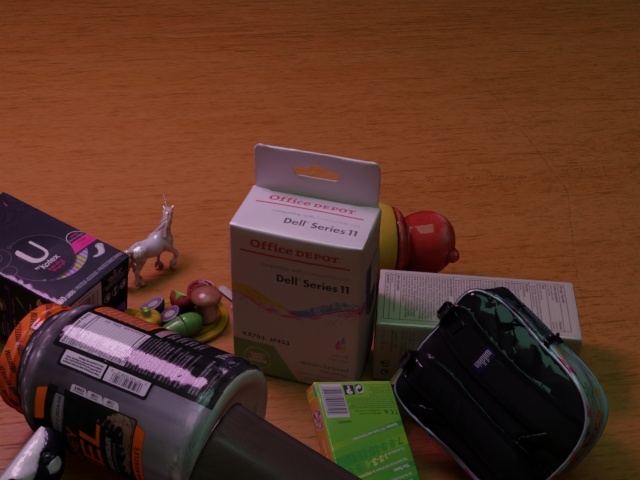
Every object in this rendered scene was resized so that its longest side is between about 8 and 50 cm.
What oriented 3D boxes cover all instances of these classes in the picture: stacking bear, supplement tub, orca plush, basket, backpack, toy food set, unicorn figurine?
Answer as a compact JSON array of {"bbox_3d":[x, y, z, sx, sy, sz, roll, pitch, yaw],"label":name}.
[{"bbox_3d":[0.087,0.007,1.629,0.288,0.164,0.175,-1,36,-10],"label":"stacking bear"},{"bbox_3d":[-0.260,0.213,1.328,0.337,0.207,0.207,17,39,22],"label":"supplement tub"},{"bbox_3d":[-0.395,0.374,1.194,0.102,0.151,0.287,39,44,-8],"label":"orca plush"},{"bbox_3d":[-0.030,0.314,1.120,0.226,0.204,0.154,24,52,11],"label":"basket"},{"bbox_3d":[0.259,0.215,1.323,0.253,0.225,0.191,47,19,30],"label":"backpack"},{"bbox_3d":[-0.223,0.108,1.592,0.217,0.071,0.128,-18,40,-25],"label":"toy food set"},{"bbox_3d":[-0.292,0.010,1.693,0.060,0.111,0.162,16,38,21],"label":"unicorn figurine"}]

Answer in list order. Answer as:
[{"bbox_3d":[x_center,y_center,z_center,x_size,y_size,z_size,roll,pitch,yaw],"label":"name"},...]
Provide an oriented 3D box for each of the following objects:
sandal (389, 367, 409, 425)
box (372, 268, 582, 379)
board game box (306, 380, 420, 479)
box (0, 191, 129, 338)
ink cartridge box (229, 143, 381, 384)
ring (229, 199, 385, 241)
[{"bbox_3d":[0.068,0.263,1.401,0.079,0.088,0.240,-12,20,44],"label":"sandal"},{"bbox_3d":[0.241,0.141,1.517,0.310,0.121,0.148,5,36,5],"label":"box"},{"bbox_3d":[0.069,0.307,1.267,0.124,0.039,0.260,4,51,-29],"label":"board game box"},{"bbox_3d":[-0.465,0.061,1.562,0.270,0.143,0.165,24,40,17],"label":"box"},{"bbox_3d":[-0.023,0.046,1.442,0.207,0.354,0.119,10,36,13],"label":"ink cartridge box"},{"bbox_3d":[0.000,0.000,1.787,0.336,0.032,0.337,1,35,0],"label":"ring"}]
